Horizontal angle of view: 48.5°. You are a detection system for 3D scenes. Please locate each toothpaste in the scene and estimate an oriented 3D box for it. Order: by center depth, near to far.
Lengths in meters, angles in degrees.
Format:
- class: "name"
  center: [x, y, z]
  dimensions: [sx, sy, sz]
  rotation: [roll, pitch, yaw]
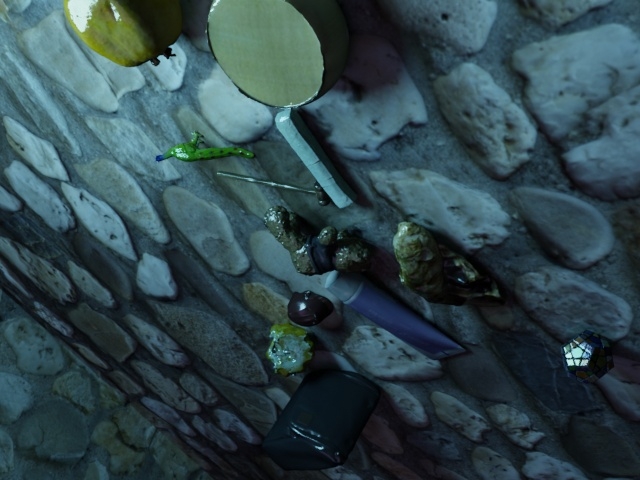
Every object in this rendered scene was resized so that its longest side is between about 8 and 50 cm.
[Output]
- class: "toothpaste"
  center: [0.175, 0.187, 1.702]
  dimensions: [0.371, 0.080, 0.125]
  rotation: [36, 144, -15]

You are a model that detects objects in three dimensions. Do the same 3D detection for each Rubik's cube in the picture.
- class: "Rubik's cube"
  center: [0.551, 0.241, 1.467]
  dimensions: [0.093, 0.111, 0.111]
  rotation: [-10, 133, 9]

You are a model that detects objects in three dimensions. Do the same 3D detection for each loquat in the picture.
- class: "loquat"
  center: [-0.349, -0.411, 1.275]
  dimensions: [0.187, 0.176, 0.234]
  rotation: [-12, 137, 45]

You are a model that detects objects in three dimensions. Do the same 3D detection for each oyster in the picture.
- class: "oyster"
  center: [0.266, 0.076, 1.490]
  dimensions: [0.294, 0.094, 0.166]
  rotation: [27, 136, -4]

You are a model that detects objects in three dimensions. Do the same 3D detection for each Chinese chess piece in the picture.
- class: "Chinese chess piece"
  center: [-0.073, -0.345, 1.214]
  dimensions: [0.250, 0.103, 0.249]
  rotation: [20, 142, 16]

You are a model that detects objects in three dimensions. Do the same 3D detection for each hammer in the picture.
- class: "hammer"
  center: [-0.111, -0.128, 1.573]
  dimensions: [0.292, 0.029, 0.058]
  rotation: [13, 139, 27]

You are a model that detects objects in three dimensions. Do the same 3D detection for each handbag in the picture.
- class: "handbag"
  center: [-0.001, 0.491, 2.009]
  dimensions: [0.178, 0.302, 0.275]
  rotation: [49, 139, -12]

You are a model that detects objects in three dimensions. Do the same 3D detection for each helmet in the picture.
- class: "helmet"
  center: [-0.035, 0.185, 1.851]
  dimensions: [0.123, 0.070, 0.098]
  rotation: [1, 134, 37]

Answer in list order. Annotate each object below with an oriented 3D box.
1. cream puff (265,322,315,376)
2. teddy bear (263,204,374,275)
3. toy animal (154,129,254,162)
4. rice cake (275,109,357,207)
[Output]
- class: "cream puff"
  center: [-0.086, 0.300, 1.999]
  dimensions: [0.121, 0.156, 0.156]
  rotation: [-7, 150, -20]
- class: "teddy bear"
  center: [-0.009, 0.019, 1.582]
  dimensions: [0.251, 0.129, 0.182]
  rotation: [19, 179, 10]
- class: "toy animal"
  center: [-0.254, -0.205, 1.563]
  dimensions: [0.217, 0.075, 0.041]
  rotation: [-3, 143, -1]
- class: "rice cake"
  center: [-0.008, -0.164, 1.435]
  dimensions: [0.045, 0.042, 0.245]
  rotation: [-17, 124, 33]
